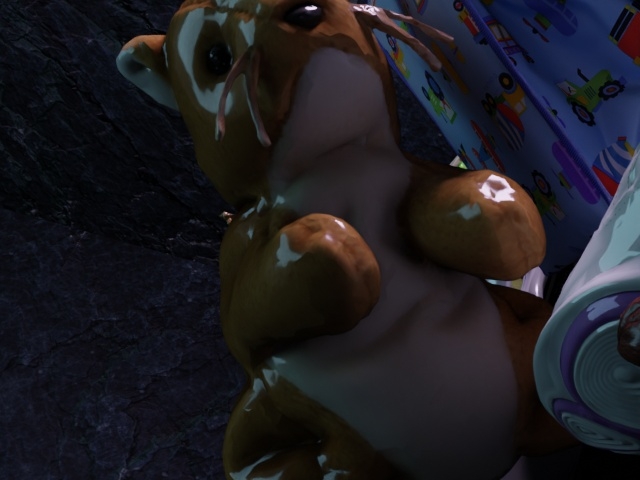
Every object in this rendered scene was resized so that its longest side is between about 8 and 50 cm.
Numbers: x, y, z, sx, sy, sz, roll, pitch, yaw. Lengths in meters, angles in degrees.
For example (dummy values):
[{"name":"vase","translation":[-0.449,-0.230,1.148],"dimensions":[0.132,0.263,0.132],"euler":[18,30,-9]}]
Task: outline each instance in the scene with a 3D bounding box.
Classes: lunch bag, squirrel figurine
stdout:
[{"name":"lunch bag","translation":[0.125,-0.134,0.729],"dimensions":[0.138,0.293,0.221],"euler":[-44,-8,-8]},{"name":"squirrel figurine","translation":[0.000,0.000,0.732],"dimensions":[0.370,0.281,0.397],"euler":[64,172,-1]}]

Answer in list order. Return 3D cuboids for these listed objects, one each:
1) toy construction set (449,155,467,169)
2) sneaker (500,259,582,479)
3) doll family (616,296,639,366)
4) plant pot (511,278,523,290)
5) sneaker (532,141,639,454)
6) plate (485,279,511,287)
[{"name":"toy construction set","translation":[0.239,-0.071,1.556],"dimensions":[0.215,0.151,0.327],"euler":[-48,20,30]},{"name":"sneaker","translation":[0.181,0.096,0.819],"dimensions":[0.091,0.094,0.258],"euler":[94,-168,-64]},{"name":"doll family","translation":[0.150,0.071,0.310],"dimensions":[0.193,0.111,0.076],"euler":[-50,-25,-82]},{"name":"plant pot","translation":[0.115,0.108,1.190],"dimensions":[0.276,0.254,0.276],"euler":[14,-90,-86]},{"name":"sneaker","translation":[0.200,-0.014,0.484],"dimensions":[0.152,0.114,0.305],"euler":[-50,-17,-48]},{"name":"plate","translation":[0.058,0.113,0.973],"dimensions":[0.045,0.278,0.277],"euler":[18,-105,-51]}]
